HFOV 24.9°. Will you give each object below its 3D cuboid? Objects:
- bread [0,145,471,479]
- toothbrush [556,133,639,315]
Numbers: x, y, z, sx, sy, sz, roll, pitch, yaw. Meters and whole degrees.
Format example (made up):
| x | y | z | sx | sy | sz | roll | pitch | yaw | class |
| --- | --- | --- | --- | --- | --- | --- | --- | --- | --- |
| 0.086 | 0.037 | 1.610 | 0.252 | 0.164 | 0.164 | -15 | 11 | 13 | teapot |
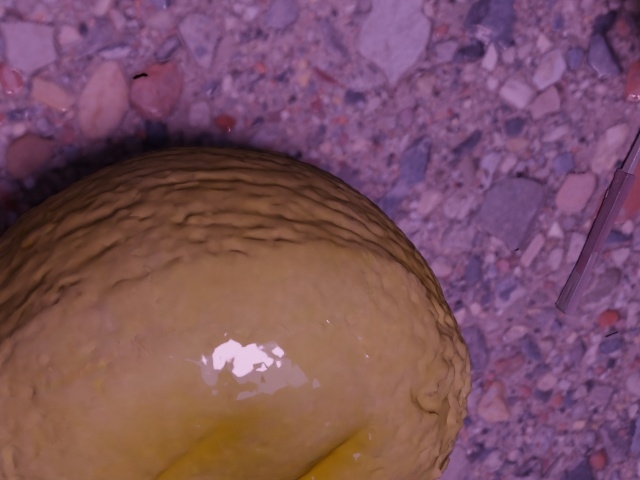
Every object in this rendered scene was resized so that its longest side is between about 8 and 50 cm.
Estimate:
| x | y | z | sx | sy | sz | roll | pitch | yaw | class |
| --- | --- | --- | --- | --- | --- | --- | --- | --- | --- |
| -0.073 | 0.094 | 0.866 | 0.320 | 0.237 | 0.321 | -1 | 123 | -2 | bread |
| 0.223 | -0.032 | 1.089 | 0.017 | 0.014 | 0.194 | 15 | 107 | -30 | toothbrush |
